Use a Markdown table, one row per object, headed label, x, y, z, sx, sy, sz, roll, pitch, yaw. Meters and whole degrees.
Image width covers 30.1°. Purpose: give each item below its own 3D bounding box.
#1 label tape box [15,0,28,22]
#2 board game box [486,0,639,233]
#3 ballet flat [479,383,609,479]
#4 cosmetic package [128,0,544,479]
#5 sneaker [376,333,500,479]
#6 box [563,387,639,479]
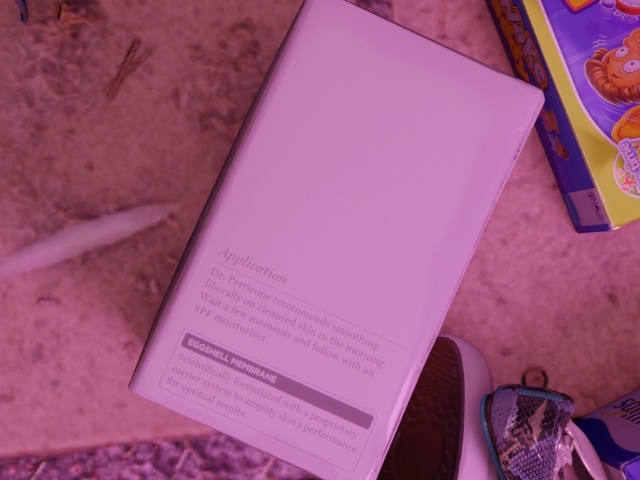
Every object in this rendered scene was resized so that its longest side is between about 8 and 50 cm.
| label | x | y | z | sx | sy | sz | roll | pitch | yaw |
| --- | --- | --- | --- | --- | --- | --- | --- | --- | --- |
| label tape box | -0.273 | -0.301 | 0.660 | 0.115 | 0.249 | 0.347 | -16 | 90 | -5 |
| board game box | 0.222 | -0.207 | 0.786 | 0.233 | 0.078 | 0.347 | -22 | 91 | -5 |
| ballet flat | 0.149 | 0.170 | 0.730 | 0.070 | 0.070 | 0.188 | -23 | 118 | -5 |
| cosmetic package | 0.000 | 0.000 | 0.691 | 0.138 | 0.224 | 0.224 | 26 | 87 | -4 |
| sneaker | 0.083 | 0.210 | 0.775 | 0.123 | 0.106 | 0.290 | 17 | 77 | -39 |
| box | 0.242 | 0.131 | 0.758 | 0.137 | 0.126 | 0.072 | -27 | 93 | -5 |
